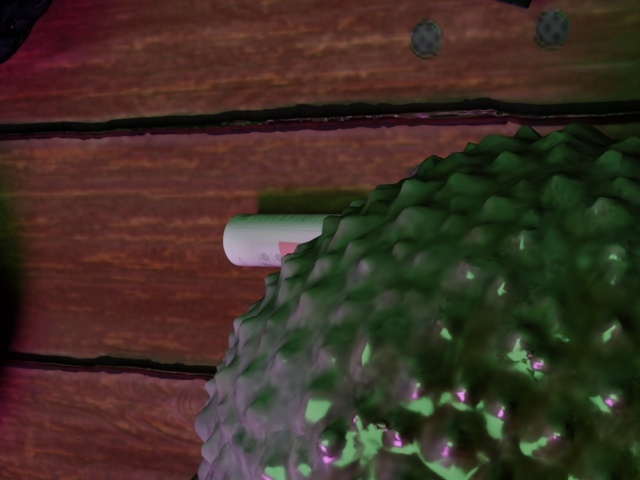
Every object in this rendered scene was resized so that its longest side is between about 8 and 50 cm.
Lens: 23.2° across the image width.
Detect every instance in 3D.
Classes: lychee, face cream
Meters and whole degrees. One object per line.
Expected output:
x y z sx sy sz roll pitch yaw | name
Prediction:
0.090 0.085 0.663 0.300 0.300 0.300 6 100 37 | lychee
0.000 0.000 0.950 0.130 0.034 0.034 0 96 37 | face cream

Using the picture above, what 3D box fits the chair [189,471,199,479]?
-0.071 0.273 0.956 0.326 0.175 0.183 -45 60 39 | chair

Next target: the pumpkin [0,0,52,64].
-0.297 -0.225 1.032 0.315 0.238 0.315 1 94 20 | pumpkin

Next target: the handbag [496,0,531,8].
-0.001 -0.169 0.858 0.221 0.144 0.057 17 109 35 | handbag
